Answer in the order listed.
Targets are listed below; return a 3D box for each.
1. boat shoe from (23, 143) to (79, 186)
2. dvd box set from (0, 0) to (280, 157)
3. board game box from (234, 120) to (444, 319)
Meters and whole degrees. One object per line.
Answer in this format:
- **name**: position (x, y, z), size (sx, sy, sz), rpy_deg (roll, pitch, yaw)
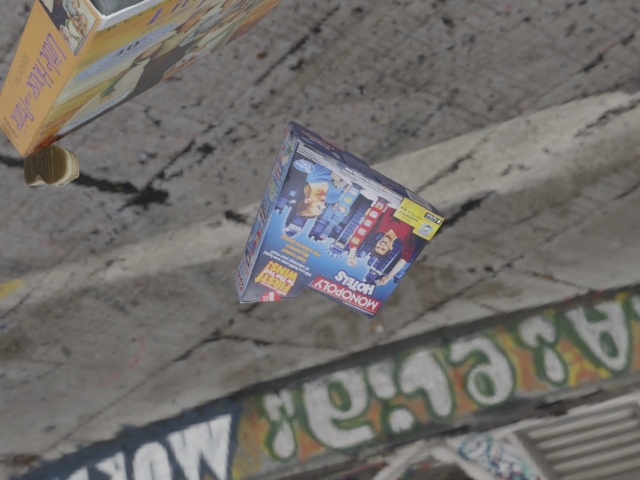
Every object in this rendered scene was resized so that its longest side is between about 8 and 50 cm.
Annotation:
- **boat shoe**: position (-0.308, -0.088, 1.165), size (0.045, 0.050, 0.135), rpy_deg (-4, -175, -35)
- **dvd box set**: position (-0.122, -0.212, 0.874), size (0.308, 0.062, 0.420), rpy_deg (-35, -173, -25)
- **board game box**: position (0.000, 0.000, 1.091), size (0.194, 0.060, 0.194), rpy_deg (28, 109, -23)
